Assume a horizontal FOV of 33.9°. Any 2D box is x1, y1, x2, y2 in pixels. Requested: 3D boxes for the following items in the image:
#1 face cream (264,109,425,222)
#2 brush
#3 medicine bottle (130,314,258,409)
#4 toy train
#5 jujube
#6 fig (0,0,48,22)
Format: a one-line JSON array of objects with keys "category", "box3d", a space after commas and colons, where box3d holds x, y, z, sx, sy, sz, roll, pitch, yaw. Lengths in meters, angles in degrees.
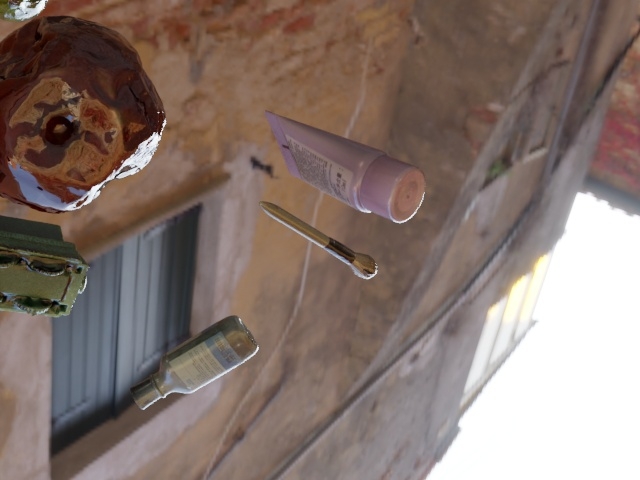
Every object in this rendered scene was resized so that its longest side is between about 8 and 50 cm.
[{"category": "face cream", "box3d": [0.031, -0.112, 1.645, 0.274, 0.154, 0.096, 25, -115, 34]}, {"category": "brush", "box3d": [0.000, 0.000, 1.778, 0.039, 0.042, 0.299, -3, 156, 43]}, {"category": "medicine bottle", "box3d": [-0.203, 0.197, 1.665, 0.208, 0.090, 0.054, -31, -134, 1]}, {"category": "toy train", "box3d": [-0.559, 0.021, 1.763, 0.330, 0.138, 0.178, 11, -148, -30]}, {"category": "jujube", "box3d": [-0.355, -0.171, 1.450, 0.276, 0.276, 0.377, -1, -164, -17]}, {"category": "fig", "box3d": [-0.540, -0.447, 1.857, 0.123, 0.123, 0.156, -1, -167, -16]}]
